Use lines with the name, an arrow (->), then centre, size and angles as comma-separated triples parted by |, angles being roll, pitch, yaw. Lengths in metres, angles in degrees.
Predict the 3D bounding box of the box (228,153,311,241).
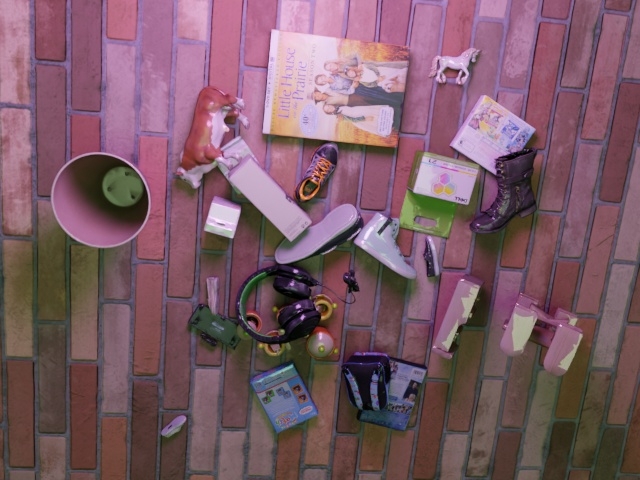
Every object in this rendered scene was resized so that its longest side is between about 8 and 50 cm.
box -> -0.154, -0.131, 1.844 | 0.094, 0.113, 0.275 | -42, 110, 4

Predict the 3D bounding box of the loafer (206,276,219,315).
loafer -> -0.348, 0.179, 1.947 | 0.039, 0.045, 0.125 | 4, 97, 11

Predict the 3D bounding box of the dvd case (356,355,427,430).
dvd case -> 0.247, 0.530, 2.097 | 0.180, 0.022, 0.253 | 16, 101, -8

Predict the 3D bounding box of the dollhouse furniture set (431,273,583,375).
dollhouse furniture set -> 0.592, 0.305, 1.920 | 0.394, 0.362, 0.257 | 23, 100, 18

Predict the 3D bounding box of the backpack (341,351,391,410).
backpack -> 0.163, 0.471, 2.008 | 0.158, 0.117, 0.174 | -6, 101, 24

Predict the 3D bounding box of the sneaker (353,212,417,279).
sneaker -> 0.244, 0.015, 1.935 | 0.255, 0.094, 0.151 | 35, 89, -23

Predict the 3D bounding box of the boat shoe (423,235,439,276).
boat shoe -> 0.359, 0.056, 1.984 | 0.040, 0.049, 0.142 | -14, 106, -2

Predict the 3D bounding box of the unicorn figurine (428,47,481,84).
unicorn figurine -> 0.418, -0.535, 1.843 | 0.161, 0.060, 0.111 | 3, 103, -7

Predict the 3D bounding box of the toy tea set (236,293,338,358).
toy tea set -> -0.100, 0.298, 1.953 | 0.335, 0.124, 0.200 | -9, 104, -4

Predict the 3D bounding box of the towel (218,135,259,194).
towel -> -0.252, -0.232, 1.866 | 0.113, 0.023, 0.152 | -33, 104, 3

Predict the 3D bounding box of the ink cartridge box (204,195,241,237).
ink cartridge box -> -0.295, -0.071, 1.837 | 0.092, 0.143, 0.090 | 15, 101, -9

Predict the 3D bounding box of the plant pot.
plant pot -> -0.591, -0.134, 1.725 | 0.256, 0.274, 0.257 | -1, 103, -5

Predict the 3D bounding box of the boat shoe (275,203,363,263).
boat shoe -> 0.000, 0.000, 1.906 | 0.302, 0.114, 0.091 | -27, 144, 13

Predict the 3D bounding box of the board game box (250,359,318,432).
board game box -> -0.122, 0.532, 2.051 | 0.160, 0.039, 0.212 | -24, 104, 0

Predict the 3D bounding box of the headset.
headset -> -0.076, 0.177, 1.859 | 0.393, 0.185, 0.244 | -11, 68, 5

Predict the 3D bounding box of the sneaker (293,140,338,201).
sneaker -> -0.007, -0.206, 1.867 | 0.084, 0.083, 0.215 | 27, 98, -10

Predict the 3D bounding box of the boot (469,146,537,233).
boot -> 0.572, -0.161, 1.904 | 0.262, 0.091, 0.229 | -25, 123, -10

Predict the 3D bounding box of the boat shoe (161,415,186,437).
boat shoe -> -0.490, 0.632, 2.043 | 0.100, 0.035, 0.035 | -40, 131, 0

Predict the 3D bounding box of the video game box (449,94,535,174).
video game box -> 0.544, -0.327, 1.913 | 0.205, 0.048, 0.187 | 30, 101, -12

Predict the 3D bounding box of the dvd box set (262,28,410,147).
dvd box set -> 0.044, -0.455, 1.824 | 0.420, 0.062, 0.308 | 6, 102, -7

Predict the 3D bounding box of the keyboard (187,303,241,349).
keyboard -> -0.345, 0.293, 1.981 | 0.180, 0.023, 0.108 | 33, 92, -11

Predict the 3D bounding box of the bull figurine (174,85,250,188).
bull figurine -> -0.322, -0.297, 1.785 | 0.188, 0.101, 0.311 | 14, 98, 14

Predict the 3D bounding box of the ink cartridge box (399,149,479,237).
ink cartridge box -> 0.370, -0.140, 1.913 | 0.188, 0.097, 0.255 | 12, 101, -8
